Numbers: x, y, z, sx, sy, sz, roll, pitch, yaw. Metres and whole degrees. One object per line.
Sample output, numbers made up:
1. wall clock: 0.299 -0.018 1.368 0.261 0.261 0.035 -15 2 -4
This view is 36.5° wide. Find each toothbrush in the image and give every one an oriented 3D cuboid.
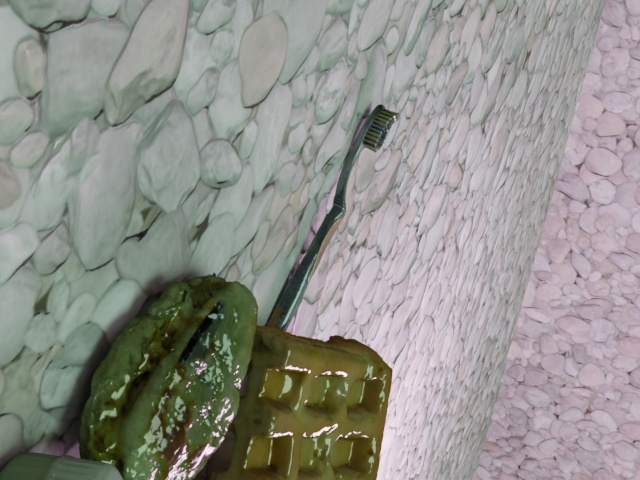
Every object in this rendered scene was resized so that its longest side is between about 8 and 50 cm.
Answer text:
1. toothbrush: 0.000 0.000 1.174 0.375 0.037 0.028 -63 157 -9

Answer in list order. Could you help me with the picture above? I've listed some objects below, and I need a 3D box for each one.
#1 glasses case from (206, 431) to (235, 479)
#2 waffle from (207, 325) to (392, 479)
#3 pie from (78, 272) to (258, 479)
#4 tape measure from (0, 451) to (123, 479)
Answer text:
1. glasses case: -0.084 0.349 1.234 0.144 0.076 0.336 -42 147 -51
2. waffle: -0.020 0.274 1.089 0.304 0.078 0.348 22 75 -59
3. pie: -0.129 0.139 0.887 0.201 0.090 0.248 78 34 -52
4. tape measure: -0.222 0.300 0.732 0.207 0.115 0.235 88 12 -44
